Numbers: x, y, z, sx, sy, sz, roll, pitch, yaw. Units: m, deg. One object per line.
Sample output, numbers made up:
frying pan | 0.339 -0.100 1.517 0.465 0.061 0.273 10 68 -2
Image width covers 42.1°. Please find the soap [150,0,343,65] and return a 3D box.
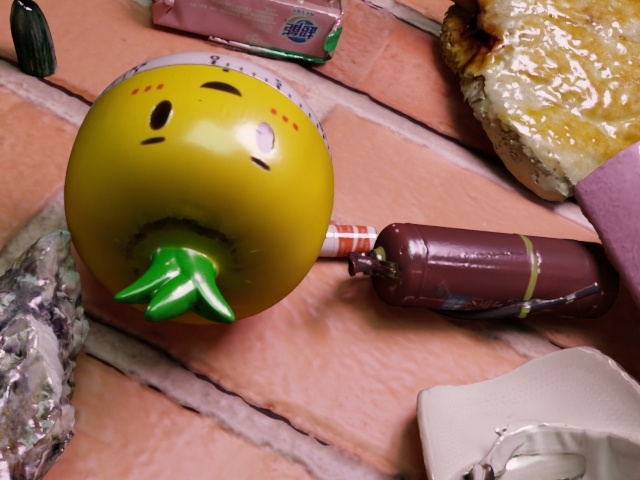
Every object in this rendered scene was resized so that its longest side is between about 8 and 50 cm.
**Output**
soap | -0.105 -0.364 1.209 0.274 0.098 0.217 10 48 -11

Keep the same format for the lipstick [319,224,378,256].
lipstick | 0.000 0.000 0.970 0.131 0.038 0.038 1 50 -18

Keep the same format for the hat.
hat | 0.208 0.237 0.790 0.258 0.168 0.301 -12 29 -4

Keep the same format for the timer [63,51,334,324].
timer | -0.118 -0.017 0.781 0.285 0.285 0.285 10 48 -11

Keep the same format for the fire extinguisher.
fire extinguisher | 0.176 0.038 0.938 0.341 0.141 0.105 4 88 -20

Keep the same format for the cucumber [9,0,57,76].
cucumber | -0.356 -0.255 1.027 0.048 0.105 0.048 3 49 -3

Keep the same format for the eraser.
eraser | 0.473 0.066 0.953 0.272 0.122 0.359 4 55 -39

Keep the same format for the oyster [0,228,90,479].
oyster | -0.287 0.143 0.683 0.162 0.158 0.350 40 54 -31

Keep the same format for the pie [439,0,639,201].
pie | 0.373 -0.253 1.239 0.395 0.180 0.418 -9 67 -18
